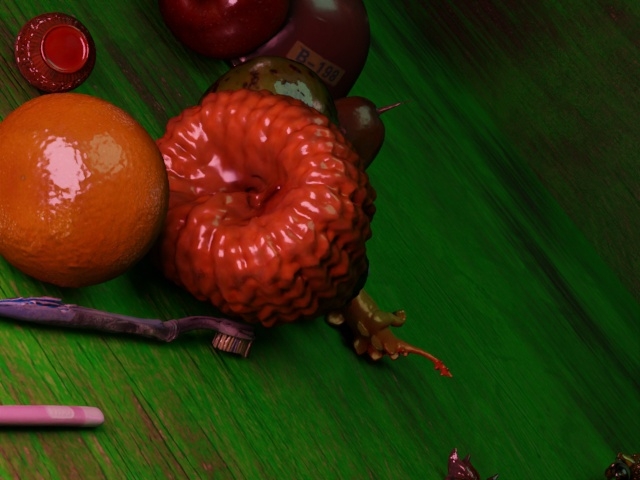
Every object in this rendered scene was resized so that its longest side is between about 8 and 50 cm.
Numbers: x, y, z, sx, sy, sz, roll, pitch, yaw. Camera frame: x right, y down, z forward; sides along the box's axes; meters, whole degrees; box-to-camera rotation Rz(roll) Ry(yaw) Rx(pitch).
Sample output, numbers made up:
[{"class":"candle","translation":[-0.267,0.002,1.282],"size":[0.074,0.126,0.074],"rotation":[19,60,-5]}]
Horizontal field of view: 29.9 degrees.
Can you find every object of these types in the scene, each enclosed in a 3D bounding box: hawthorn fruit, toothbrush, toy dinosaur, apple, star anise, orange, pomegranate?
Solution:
[{"class":"hawthorn fruit","translation":[0.047,-0.194,2.077],"size":[0.149,0.189,0.149],"rotation":[35,-7,5]},{"class":"toothbrush","translation":[-0.194,0.088,1.254],"size":[0.035,0.042,0.413],"rotation":[17,1,35]},{"class":"toy dinosaur","translation":[0.065,0.112,1.704],"size":[0.288,0.070,0.117],"rotation":[46,30,5]},{"class":"apple","translation":[-0.158,-0.408,1.976],"size":[0.218,0.218,0.201],"rotation":[55,21,17]},{"class":"star anise","translation":[0.210,0.342,1.611],"size":[0.141,0.042,0.141],"rotation":[38,24,-20]},{"class":"toothbrush","translation":[-0.276,0.145,0.996],"size":[0.286,0.025,0.020],"rotation":[14,39,-58]},{"class":"orange","translation":[-0.243,-0.049,1.187],"size":[0.206,0.206,0.206],"rotation":[41,21,-20]},{"class":"pomegranate","translation":[-0.069,-0.142,1.702],"size":[0.211,0.211,0.263],"rotation":[19,47,-54]}]

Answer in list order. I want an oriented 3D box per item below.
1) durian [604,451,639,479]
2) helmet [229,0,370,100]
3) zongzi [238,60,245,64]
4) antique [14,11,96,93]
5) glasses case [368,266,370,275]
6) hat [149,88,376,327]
[{"class":"durian","translation":[0.597,0.437,2.066],"size":[0.146,0.198,0.159],"rotation":[-37,127,-57]},{"class":"helmet","translation":[-0.027,-0.403,2.221],"size":[0.385,0.230,0.338],"rotation":[30,26,-38]},{"class":"zongzi","translation":[-0.061,-0.212,2.004],"size":[0.184,0.084,0.187],"rotation":[55,23,10]},{"class":"antique","translation":[-0.327,-0.231,1.474],"size":[0.104,0.104,0.104],"rotation":[41,21,-20]},{"class":"glasses case","translation":[0.000,0.000,1.791],"size":[0.197,0.049,0.076],"rotation":[35,24,-32]},{"class":"hat","translation":[-0.049,0.018,1.467],"size":[0.285,0.285,0.400],"rotation":[64,1,37]}]
